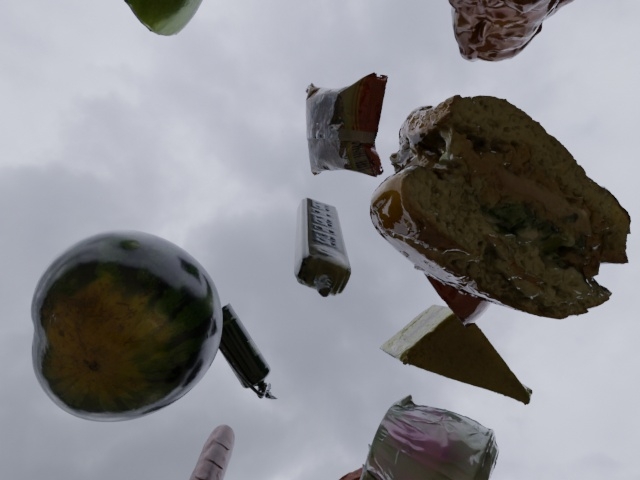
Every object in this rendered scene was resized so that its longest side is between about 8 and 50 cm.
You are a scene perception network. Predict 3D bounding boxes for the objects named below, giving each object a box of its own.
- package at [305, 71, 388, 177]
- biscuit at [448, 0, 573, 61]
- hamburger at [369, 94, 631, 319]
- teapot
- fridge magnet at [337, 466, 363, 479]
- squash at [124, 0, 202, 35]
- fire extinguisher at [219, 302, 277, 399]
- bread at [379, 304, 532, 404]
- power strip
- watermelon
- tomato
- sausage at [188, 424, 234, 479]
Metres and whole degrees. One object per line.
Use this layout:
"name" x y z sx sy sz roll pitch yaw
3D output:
"package" 0.039 -0.256 0.973 0.108 0.288 0.223 -9 -77 -35
"biscuit" 0.234 -0.327 0.355 0.110 0.318 0.312 42 -88 14
"hamburger" 0.158 -0.013 0.419 0.283 0.157 0.144 29 -101 -25
"teapot" 0.158 0.354 0.663 0.178 0.163 0.221 20 -62 31
"fridge magnet" 0.147 0.647 0.931 0.364 0.155 0.363 0 -85 1
"squash" -0.290 -0.558 0.797 0.210 0.234 0.309 35 -71 16
"fire extinguisher" -0.206 0.316 1.158 0.093 0.118 0.294 -33 -93 7
"bread" 0.398 0.381 1.245 0.245 0.233 0.361 -39 -91 -9
"power strip" 0.000 0.000 0.836 0.092 0.387 0.066 19 -68 -11
"watermelon" -0.270 0.115 0.617 0.269 0.269 0.268 -1 -76 -5
"tomato" 0.310 0.030 0.993 0.144 0.338 0.338 -35 -75 14
"sausage" -0.282 0.592 1.037 0.088 0.433 0.087 1 -75 3
